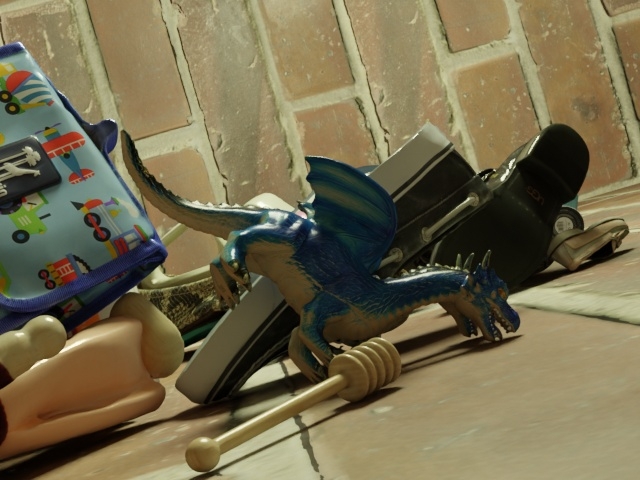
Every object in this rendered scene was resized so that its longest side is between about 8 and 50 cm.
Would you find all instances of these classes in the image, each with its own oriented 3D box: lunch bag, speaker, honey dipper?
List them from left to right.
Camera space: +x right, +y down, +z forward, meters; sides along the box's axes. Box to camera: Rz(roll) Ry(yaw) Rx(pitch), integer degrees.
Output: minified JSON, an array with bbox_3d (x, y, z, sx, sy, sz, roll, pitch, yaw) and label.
[{"bbox_3d":[-0.280,-0.010,0.813,0.293,0.221,0.138,-33,-14,-22],"label":"lunch bag"},{"bbox_3d":[-0.012,0.093,0.585,0.030,0.030,0.161,-16,4,43],"label":"honey dipper"},{"bbox_3d":[0.327,-0.020,1.439,0.055,0.055,0.136,-16,0,6],"label":"speaker"}]

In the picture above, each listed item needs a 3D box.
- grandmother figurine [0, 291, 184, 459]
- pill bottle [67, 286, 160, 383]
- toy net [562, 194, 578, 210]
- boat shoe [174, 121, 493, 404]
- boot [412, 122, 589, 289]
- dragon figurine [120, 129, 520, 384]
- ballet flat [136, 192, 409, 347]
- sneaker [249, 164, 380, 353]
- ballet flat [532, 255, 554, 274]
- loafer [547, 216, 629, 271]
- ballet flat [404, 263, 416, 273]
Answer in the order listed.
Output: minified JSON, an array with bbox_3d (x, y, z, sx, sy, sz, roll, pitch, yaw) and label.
[{"bbox_3d":[-0.233,0.122,0.690,0.342,0.104,0.208,-23,-29,-56],"label":"grandmother figurine"},{"bbox_3d":[-0.362,0.091,0.947,0.392,0.224,0.224,-16,0,-8],"label":"pill bottle"},{"bbox_3d":[0.281,-0.011,1.571,0.232,0.045,0.122,-21,-14,8],"label":"toy net"},{"bbox_3d":[0.020,0.037,0.842,0.306,0.105,0.113,-43,-3,-24],"label":"boat shoe"},{"bbox_3d":[0.161,-0.006,1.115,0.263,0.091,0.229,-45,6,-29],"label":"boot"},{"bbox_3d":[0.000,0.000,0.737,0.144,0.289,0.085,-46,-10,-22],"label":"dragon figurine"},{"bbox_3d":[-0.111,0.041,1.329,0.483,0.182,0.164,-16,0,38],"label":"ballet flat"},{"bbox_3d":[0.033,0.002,1.093,0.131,0.112,0.319,-11,27,30],"label":"sneaker"},{"bbox_3d":[0.205,0.028,1.119,0.041,0.041,0.114,-16,0,-33],"label":"ballet flat"},{"bbox_3d":[0.279,0.007,1.064,0.125,0.039,0.045,-12,-35,-40],"label":"loafer"},{"bbox_3d":[0.204,-0.012,1.437,0.280,0.096,0.095,-24,49,-29],"label":"ballet flat"}]
